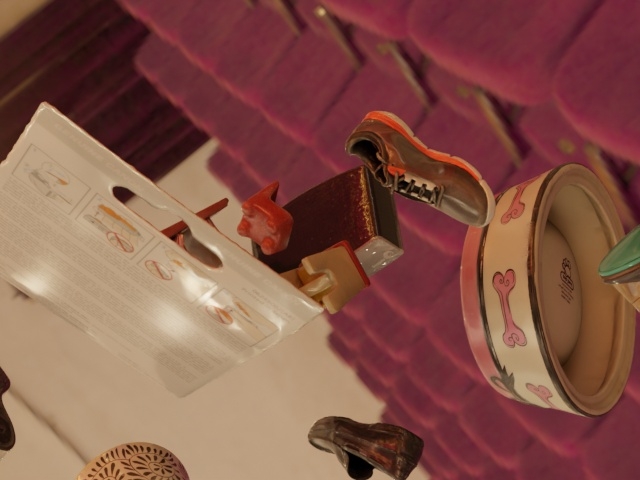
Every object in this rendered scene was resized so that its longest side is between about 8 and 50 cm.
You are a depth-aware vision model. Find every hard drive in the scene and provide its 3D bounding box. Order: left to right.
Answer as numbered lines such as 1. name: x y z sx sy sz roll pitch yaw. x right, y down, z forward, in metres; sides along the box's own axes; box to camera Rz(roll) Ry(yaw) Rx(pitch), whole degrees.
1. hard drive: 0.000 0.000 1.854 0.054 0.254 0.172 26 -134 -42

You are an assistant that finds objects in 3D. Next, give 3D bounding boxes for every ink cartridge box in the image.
1. ink cartridge box: -0.180 0.004 1.263 0.308 0.091 0.385 37 149 -11

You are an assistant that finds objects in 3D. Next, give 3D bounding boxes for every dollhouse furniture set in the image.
1. dollhouse furniture set: -0.088 0.029 1.708 0.374 0.152 0.201 -28 91 48

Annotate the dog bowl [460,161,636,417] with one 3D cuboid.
1. dog bowl: 0.368 0.084 2.071 0.150 0.408 0.408 -8 134 34

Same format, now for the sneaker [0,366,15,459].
1. sneaker: -0.519 0.269 1.788 0.124 0.178 0.295 40 -174 -26

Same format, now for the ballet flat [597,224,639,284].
1. ballet flat: 0.363 -0.009 1.252 0.074 0.203 0.074 28 -146 -21

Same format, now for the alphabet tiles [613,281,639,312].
1. alphabet tiles: 0.475 0.031 1.427 0.198 0.237 0.009 42 -165 -16

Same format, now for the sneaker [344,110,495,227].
1. sneaker: 0.086 -0.055 1.181 0.158 0.065 0.061 36 138 18

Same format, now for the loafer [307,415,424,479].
1. loafer: 0.052 0.294 1.785 0.076 0.078 0.223 35 158 -31

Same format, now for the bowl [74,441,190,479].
1. bowl: -0.211 0.330 1.508 0.170 0.170 0.080 53 162 -29
